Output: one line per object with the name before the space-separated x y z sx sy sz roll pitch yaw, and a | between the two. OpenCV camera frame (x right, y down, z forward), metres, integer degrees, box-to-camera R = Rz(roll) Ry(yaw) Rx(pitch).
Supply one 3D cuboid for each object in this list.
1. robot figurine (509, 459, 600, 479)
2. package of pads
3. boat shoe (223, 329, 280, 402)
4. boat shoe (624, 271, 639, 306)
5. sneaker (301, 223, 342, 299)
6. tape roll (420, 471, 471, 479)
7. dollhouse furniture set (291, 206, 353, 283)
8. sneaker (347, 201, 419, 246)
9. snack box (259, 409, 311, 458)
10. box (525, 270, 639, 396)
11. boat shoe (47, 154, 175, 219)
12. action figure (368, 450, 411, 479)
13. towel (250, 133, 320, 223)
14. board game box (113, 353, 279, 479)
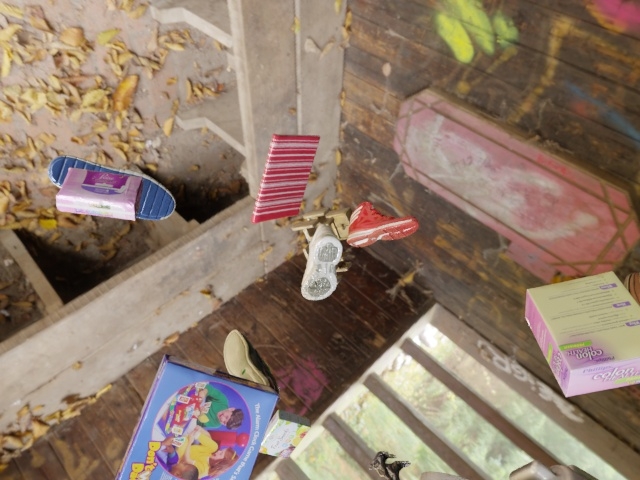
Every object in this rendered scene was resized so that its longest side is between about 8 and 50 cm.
robot figurine | 0.602 0.665 1.080 0.300 0.353 0.200 -45 166 -39
package of pads | -0.246 -0.053 0.532 0.083 0.050 0.032 6 139 -12
boat shoe | -0.176 0.319 1.192 0.084 0.233 0.079 -50 136 6
boat shoe | 0.916 0.195 1.275 0.104 0.110 0.307 120 -10 -47
sneaker | 0.003 0.057 1.264 0.090 0.115 0.232 9 125 -14
tape roll | 0.358 0.667 1.204 0.219 0.219 0.072 84 25 -53
dollhouse furniture set | 0.000 0.000 1.562 0.242 0.160 0.212 -47 121 -47
sneaker | 0.171 -0.067 1.360 0.087 0.221 0.128 34 49 -52
snack box | -0.104 0.538 1.313 0.100 0.037 0.141 23 114 -18
box | 0.641 0.217 1.125 0.213 0.243 0.117 -13 130 6
boat shoe | -0.314 -0.086 0.728 0.183 0.066 0.066 24 91 -29
action figure | 0.200 0.747 1.338 0.140 0.164 0.276 -31 -151 31
towel | -0.105 -0.181 1.391 0.198 0.031 0.275 -15 131 -50
board game box | -0.253 0.425 0.909 0.078 0.233 0.347 -7 -119 70
